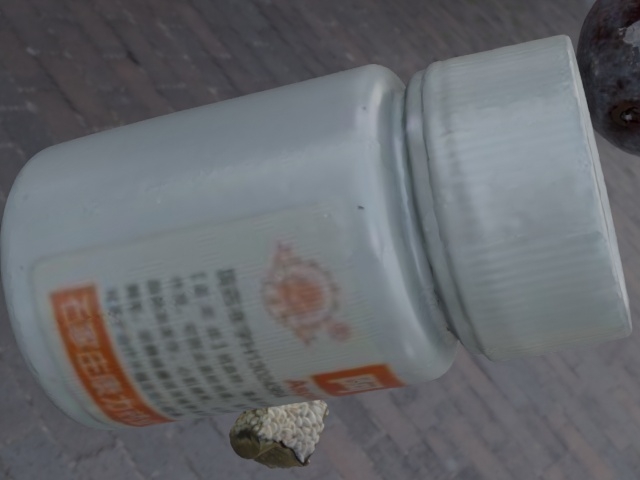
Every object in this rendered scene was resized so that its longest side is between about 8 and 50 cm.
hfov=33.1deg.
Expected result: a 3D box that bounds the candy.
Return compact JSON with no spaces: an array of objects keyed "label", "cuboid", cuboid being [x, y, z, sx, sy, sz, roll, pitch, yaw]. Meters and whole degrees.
[{"label":"candy","cuboid":[-0.045,0.211,1.237,0.095,0.085,0.110,40,55,-28]}]

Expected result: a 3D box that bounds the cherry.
[{"label":"cherry","cuboid":[0.345,-0.172,1.097,0.195,0.195,0.195,32,30,-21]}]

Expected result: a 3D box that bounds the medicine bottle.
[{"label":"medicine bottle","cuboid":[0.000,0.000,0.712,0.211,0.371,0.211,-11,90,-74]}]
